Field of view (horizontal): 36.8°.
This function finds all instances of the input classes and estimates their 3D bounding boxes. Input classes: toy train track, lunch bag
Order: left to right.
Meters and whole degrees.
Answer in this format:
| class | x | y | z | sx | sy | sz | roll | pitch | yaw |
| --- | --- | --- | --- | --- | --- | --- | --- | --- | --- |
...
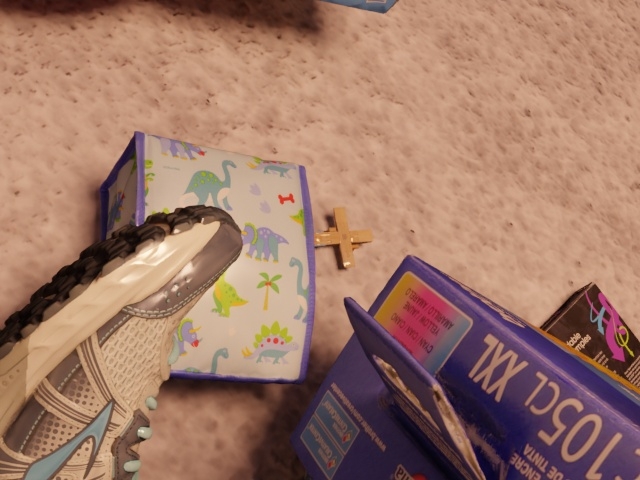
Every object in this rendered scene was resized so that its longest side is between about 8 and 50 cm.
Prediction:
| class | x | y | z | sx | sy | sz | roll | pitch | yaw |
| --- | --- | --- | --- | --- | --- | --- | --- | --- | --- |
| lunch bag | -0.074 | 0.021 | 0.631 | 0.129 | 0.096 | 0.151 | 7 | 58 | -27 |
| toy train track | 0.000 | 0.000 | 0.737 | 0.083 | 0.014 | 0.048 | -3 | 76 | -25 |

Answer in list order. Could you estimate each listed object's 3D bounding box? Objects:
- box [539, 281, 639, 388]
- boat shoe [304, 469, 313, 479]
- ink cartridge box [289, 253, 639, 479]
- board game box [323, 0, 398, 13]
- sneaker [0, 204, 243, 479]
| class | x | y | z | sx | sy | sz | roll | pitch | yaw |
| --- | --- | --- | --- | --- | --- | --- | --- | --- | --- |
| box | 0.242 | 0.129 | 0.803 | 0.116 | 0.029 | 0.162 | -34 | 88 | -38 |
| boat shoe | 0.043 | 0.214 | 0.622 | 0.066 | 0.066 | 0.183 | -7 | 71 | -32 |
| ink cartridge box | 0.161 | 0.163 | 0.534 | 0.395 | 0.270 | 0.151 | 28 | 97 | -28 |
| board game box | -0.080 | -0.340 | 0.706 | 0.308 | 0.086 | 0.302 | 5 | 65 | -28 |
| sneaker | -0.137 | 0.099 | 0.524 | 0.283 | 0.110 | 0.122 | -45 | 106 | -7 |
